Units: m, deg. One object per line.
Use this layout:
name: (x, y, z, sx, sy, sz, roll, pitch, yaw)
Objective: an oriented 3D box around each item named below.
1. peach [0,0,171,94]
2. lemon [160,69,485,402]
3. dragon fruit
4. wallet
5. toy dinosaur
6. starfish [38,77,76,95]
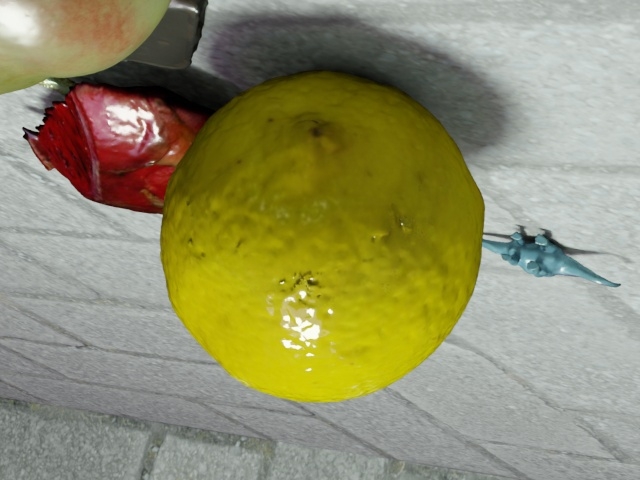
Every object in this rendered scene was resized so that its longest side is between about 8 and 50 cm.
peach: (-0.244, -0.228, 1.162, 0.292, 0.247, 0.292, 14, 160, 5)
lemon: (0.001, -0.001, 1.604, 0.336, 0.336, 0.336, 14, 164, 4)
dragon fruit: (-0.172, -0.083, 1.826, 0.282, 0.100, 0.343, 7, 170, -15)
wallet: (-0.257, -0.232, 1.541, 0.309, 0.042, 0.165, 15, 162, -3)
toy dinosaur: (0.247, 0.018, 1.925, 0.197, 0.045, 0.080, 18, 178, 17)
starfish: (-0.412, -0.192, 1.760, 0.358, 0.078, 0.347, 9, 164, -25)
